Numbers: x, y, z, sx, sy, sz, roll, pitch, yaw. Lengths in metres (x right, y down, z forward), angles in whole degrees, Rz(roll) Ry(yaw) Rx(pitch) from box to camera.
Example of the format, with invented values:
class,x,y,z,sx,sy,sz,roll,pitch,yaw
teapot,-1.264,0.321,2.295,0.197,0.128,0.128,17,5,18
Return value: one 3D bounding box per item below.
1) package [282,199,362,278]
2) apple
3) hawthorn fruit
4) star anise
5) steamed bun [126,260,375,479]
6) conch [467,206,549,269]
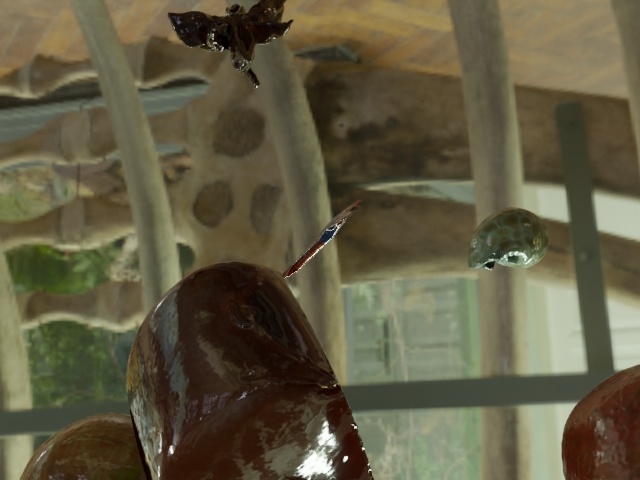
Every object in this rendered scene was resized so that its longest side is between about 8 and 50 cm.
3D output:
class,x,y,z,sx,sy,sz,roll,pitch,yaw
package,0.000,0.000,1.657,0.200,0.022,0.083,-44,-174,33
apple,-0.340,0.401,1.439,0.264,0.264,0.264,-1,167,0
hawthorn fruit,0.299,0.192,0.777,0.189,0.189,0.189,-1,167,0
star anise,-0.144,-0.337,1.469,0.196,0.212,0.111,15,136,5
steamed bun,-0.099,0.217,1.088,0.248,0.235,0.379,-25,142,-6
conch,0.296,-0.004,1.415,0.173,0.106,0.116,-16,162,-34
